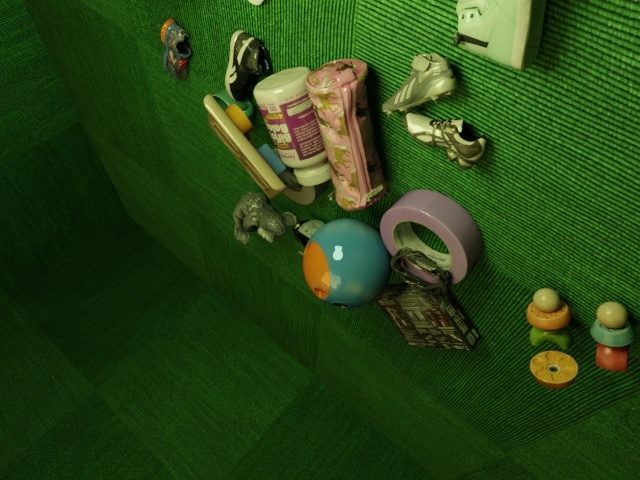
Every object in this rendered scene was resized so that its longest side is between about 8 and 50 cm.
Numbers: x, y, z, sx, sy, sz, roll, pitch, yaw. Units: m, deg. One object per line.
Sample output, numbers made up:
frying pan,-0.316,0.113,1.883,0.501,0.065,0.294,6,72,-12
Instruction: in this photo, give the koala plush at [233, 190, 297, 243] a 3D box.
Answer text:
koala plush,-0.219,-0.075,1.811,0.221,0.196,0.203,30,139,37

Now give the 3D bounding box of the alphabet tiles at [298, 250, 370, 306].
alphabet tiles,0.057,0.153,1.799,0.285,0.011,0.342,28,165,30

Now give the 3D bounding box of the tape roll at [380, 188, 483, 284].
tape roll,0.303,-0.006,1.270,0.275,0.090,0.274,33,149,23

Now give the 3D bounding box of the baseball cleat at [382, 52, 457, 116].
baseball cleat,0.207,-0.343,0.996,0.206,0.072,0.109,-2,110,53

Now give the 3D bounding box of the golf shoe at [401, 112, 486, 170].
golf shoe,0.278,-0.246,1.015,0.198,0.077,0.093,34,140,10

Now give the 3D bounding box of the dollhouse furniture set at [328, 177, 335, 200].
dollhouse furniture set,0.058,-0.175,1.393,0.091,0.081,0.114,50,153,-6

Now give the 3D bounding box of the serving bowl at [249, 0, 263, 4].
serving bowl,-0.164,-0.639,1.144,0.083,0.027,0.083,34,150,23

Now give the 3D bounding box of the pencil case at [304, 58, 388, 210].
pencil case,0.074,-0.263,1.172,0.167,0.160,0.385,14,139,33

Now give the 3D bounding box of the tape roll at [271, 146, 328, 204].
tape roll,-0.079,-0.229,1.525,0.219,0.072,0.219,34,151,22

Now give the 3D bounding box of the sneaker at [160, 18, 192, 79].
sneaker,-0.481,-0.631,1.548,0.087,0.083,0.221,33,154,9

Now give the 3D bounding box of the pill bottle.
pill bottle,-0.056,-0.310,1.279,0.169,0.169,0.301,17,140,44

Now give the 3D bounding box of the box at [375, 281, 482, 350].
box,0.355,0.258,1.561,0.242,0.076,0.307,53,152,-11

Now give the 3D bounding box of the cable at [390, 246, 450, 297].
cable,0.282,0.091,1.292,0.185,0.047,0.150,23,150,33

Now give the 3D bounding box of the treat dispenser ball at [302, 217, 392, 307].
treat dispenser ball,0.087,0.072,1.461,0.288,0.288,0.288,34,150,23

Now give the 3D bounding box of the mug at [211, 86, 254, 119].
mug,-0.277,-0.433,1.502,0.158,0.097,0.129,41,152,10

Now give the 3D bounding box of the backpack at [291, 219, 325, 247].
backpack,0.000,0.000,1.668,0.182,0.115,0.152,29,168,41

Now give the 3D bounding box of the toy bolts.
toy bolts,0.597,0.219,1.063,0.229,0.218,0.158,-1,123,32

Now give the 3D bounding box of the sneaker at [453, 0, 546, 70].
sneaker,0.288,-0.414,0.741,0.151,0.094,0.255,31,148,33

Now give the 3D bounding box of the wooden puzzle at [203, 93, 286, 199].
wooden puzzle,-0.214,-0.276,1.374,0.322,0.081,0.348,51,174,-8

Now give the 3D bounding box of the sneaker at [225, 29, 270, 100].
sneaker,-0.209,-0.485,1.336,0.121,0.079,0.216,36,141,19
